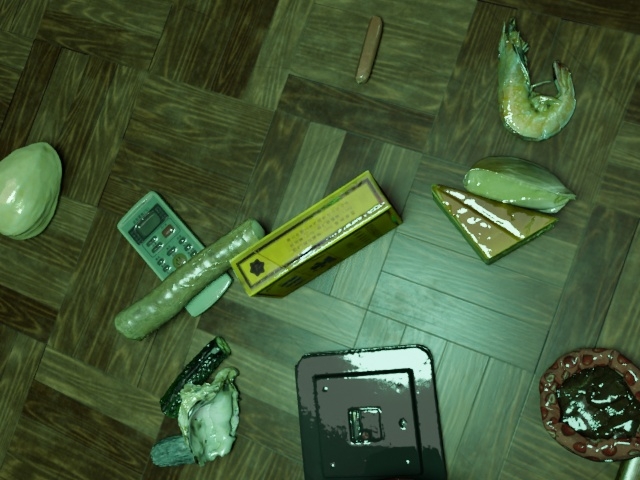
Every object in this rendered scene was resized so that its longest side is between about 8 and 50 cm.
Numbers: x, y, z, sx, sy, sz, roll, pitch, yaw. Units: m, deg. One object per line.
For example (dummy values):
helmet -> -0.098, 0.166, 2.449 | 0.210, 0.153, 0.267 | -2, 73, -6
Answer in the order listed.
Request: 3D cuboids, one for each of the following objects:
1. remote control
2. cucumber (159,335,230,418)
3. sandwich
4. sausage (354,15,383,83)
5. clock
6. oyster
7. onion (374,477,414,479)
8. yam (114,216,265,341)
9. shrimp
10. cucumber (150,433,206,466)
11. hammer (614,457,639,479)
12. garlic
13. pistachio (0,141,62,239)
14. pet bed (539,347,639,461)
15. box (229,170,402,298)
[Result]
remote control -> -0.314, 0.028, 1.268 | 0.123, 0.038, 0.285 | -43, 76, 5
cucumber -> -0.261, 0.281, 1.217 | 0.058, 0.058, 0.187 | 41, 93, 15
sandwich -> 0.314, -0.060, 1.084 | 0.144, 0.117, 0.187 | -36, 75, 5
sausage -> 0.101, -0.395, 1.218 | 0.035, 0.030, 0.147 | 13, 87, 16
clock -> 0.091, 0.348, 1.125 | 0.273, 0.049, 0.279 | -8, 82, 12
oyster -> -0.219, 0.343, 1.177 | 0.081, 0.163, 0.191 | 0, 40, 45
onion -> 0.147, 0.565, 0.949 | 0.341, 0.341, 0.341 | -2, 83, 14
yam -> -0.259, 0.080, 1.199 | 0.356, 0.081, 0.081 | -36, 77, 4
shrimp -> 0.407, -0.314, 1.129 | 0.143, 0.052, 0.251 | -8, 89, 3
cucumber -> -0.289, 0.431, 1.203 | 0.112, 0.064, 0.064 | -15, 80, 12
hammer -> 0.526, 0.412, 0.992 | 0.242, 0.095, 0.409 | 20, 87, 16
garlic -> 0.361, -0.103, 1.083 | 0.195, 0.101, 0.087 | 17, 118, 8
pistachio -> -0.665, -0.116, 1.321 | 0.157, 0.157, 0.229 | 19, 83, 15
pet bed -> 0.473, 0.278, 1.004 | 0.201, 0.053, 0.201 | -17, 53, 24
box -> 0.000, 0.000, 1.114 | 0.301, 0.193, 0.084 | -32, 76, 8
